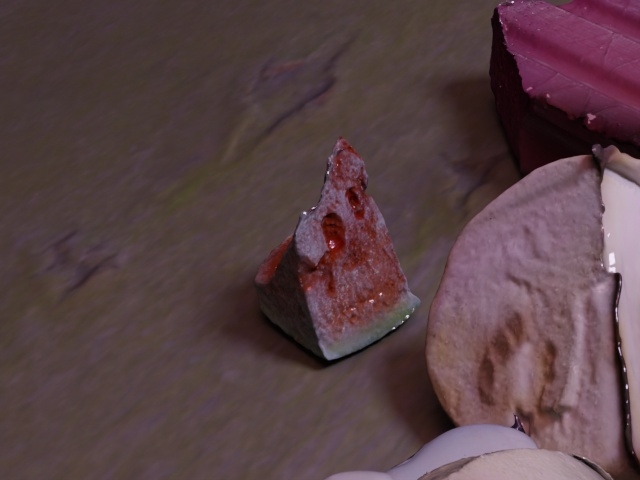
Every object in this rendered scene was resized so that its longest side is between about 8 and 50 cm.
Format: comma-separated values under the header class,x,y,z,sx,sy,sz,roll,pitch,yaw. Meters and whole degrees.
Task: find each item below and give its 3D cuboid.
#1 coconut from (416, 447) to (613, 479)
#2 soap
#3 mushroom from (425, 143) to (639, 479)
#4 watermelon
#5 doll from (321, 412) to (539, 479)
class,x,y,z,sx,sy,sz,roll,pitch,yaw
coconut,0.120,0.236,1.016,0.224,0.224,0.234,-12,36,-10
soap,0.250,-0.117,1.549,0.182,0.112,0.289,-30,44,-30
mushroom,0.189,0.080,1.304,0.162,0.173,0.236,14,67,-39
watermelon,0.014,0.020,1.388,0.121,0.158,0.098,42,51,10
doll,0.066,0.184,1.174,0.180,0.110,0.107,-20,59,-13
